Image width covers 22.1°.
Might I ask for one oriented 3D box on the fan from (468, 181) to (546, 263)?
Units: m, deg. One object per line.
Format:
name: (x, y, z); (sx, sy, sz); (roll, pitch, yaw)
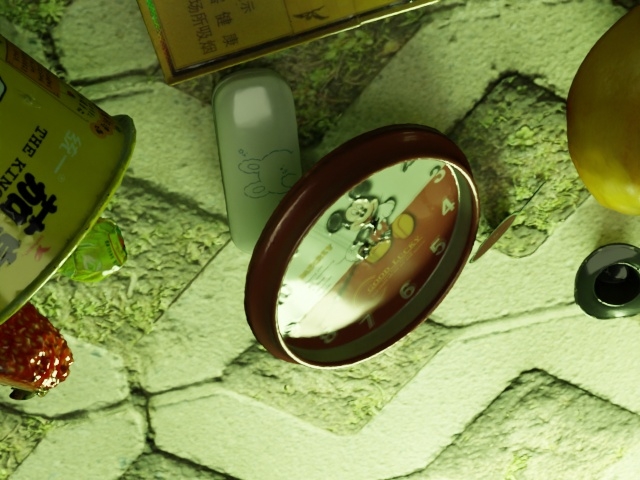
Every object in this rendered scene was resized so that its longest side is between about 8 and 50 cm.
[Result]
fan: (0.222, -0.021, 1.935); (0.133, 0.005, 0.085); (-46, 168, -3)

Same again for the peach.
peach: (0.424, -0.159, 1.755); (0.289, 0.289, 0.308); (18, 91, -23)

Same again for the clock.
clock: (0.046, 0.008, 1.848); (0.318, 0.080, 0.318); (-25, 138, -25)

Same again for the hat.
hat: (0.363, 0.047, 2.010); (0.121, 0.050, 0.121); (-3, 122, -5)

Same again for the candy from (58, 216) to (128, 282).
candy: (-0.334, 0.041, 1.796); (0.262, 0.073, 0.077); (-23, 114, -27)

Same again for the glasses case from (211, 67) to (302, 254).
glasses case: (-0.067, -0.085, 1.820); (0.092, 0.059, 0.233); (-8, 124, -5)

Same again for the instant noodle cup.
instant noodle cup: (-0.381, -0.082, 1.618); (0.325, 0.325, 0.254); (-40, 113, 15)

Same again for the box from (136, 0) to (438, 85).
box: (-0.045, -0.297, 1.663); (0.301, 0.084, 0.193); (-17, 126, 0)

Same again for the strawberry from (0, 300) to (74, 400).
strawberry: (-0.380, 0.106, 1.846); (0.175, 0.107, 0.236); (4, 164, 22)
